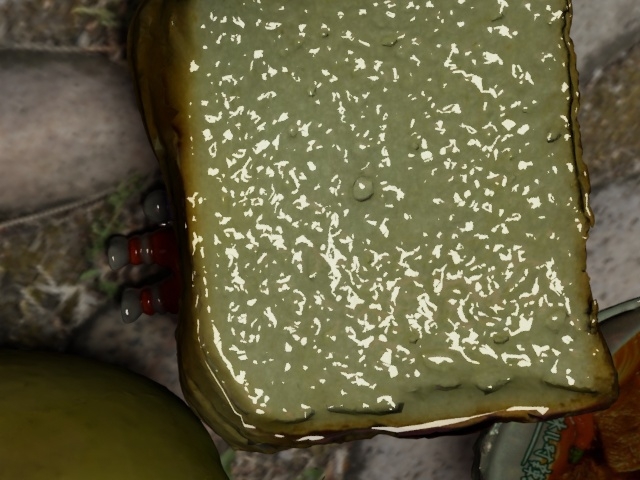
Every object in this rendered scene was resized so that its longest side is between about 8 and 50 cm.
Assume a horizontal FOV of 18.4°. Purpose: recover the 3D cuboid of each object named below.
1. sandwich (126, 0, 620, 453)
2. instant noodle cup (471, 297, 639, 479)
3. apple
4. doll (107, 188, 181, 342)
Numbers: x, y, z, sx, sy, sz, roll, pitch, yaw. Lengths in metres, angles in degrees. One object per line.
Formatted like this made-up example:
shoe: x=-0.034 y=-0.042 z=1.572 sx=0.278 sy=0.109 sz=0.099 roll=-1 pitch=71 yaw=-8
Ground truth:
sandwich: x=0.028 y=-0.024 z=0.989 sx=0.226 sy=0.087 sz=0.251 roll=-8 pitch=90 yaw=-14
instant noodle cup: x=0.243 y=0.203 z=1.168 sx=0.296 sy=0.296 sz=0.214 roll=-17 pitch=134 yaw=-6
apple: x=-0.157 y=0.197 z=1.043 sx=0.254 sy=0.292 sz=0.292 roll=-21 pitch=127 yaw=-9
doll: x=0.000 y=0.000 z=1.073 sx=0.227 sy=0.075 sz=0.102 roll=-9 pitch=113 yaw=2
